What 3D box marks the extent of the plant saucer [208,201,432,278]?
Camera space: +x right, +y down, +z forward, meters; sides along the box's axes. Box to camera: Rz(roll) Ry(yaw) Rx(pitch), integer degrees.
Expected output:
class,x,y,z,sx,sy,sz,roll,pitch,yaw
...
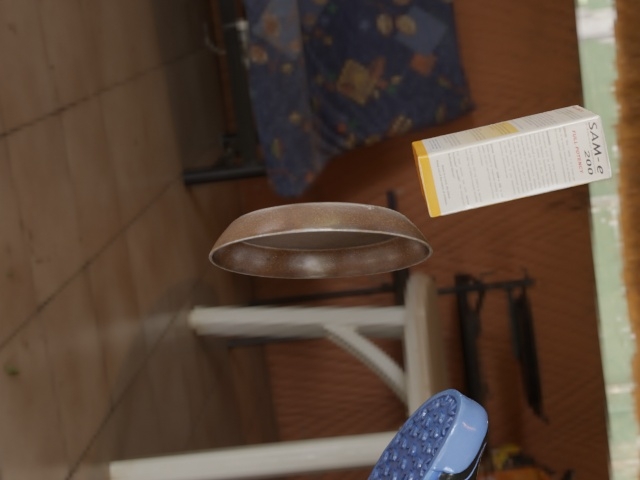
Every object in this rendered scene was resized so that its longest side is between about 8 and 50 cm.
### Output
class,x,y,z,sx,sy,sz,roll,pitch,yaw
plant saucer,0.000,0.000,0.889,0.168,0.168,0.029,61,27,-75

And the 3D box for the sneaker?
class,x,y,z,sx,sy,sz,roll,pitch,yaw
sneaker,0.069,0.214,0.814,0.232,0.090,0.081,-62,-165,14

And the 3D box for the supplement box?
class,x,y,z,sx,sy,sz,roll,pitch,yaw
supplement box,0.103,-0.044,0.645,0.062,0.098,0.036,-81,158,-78
